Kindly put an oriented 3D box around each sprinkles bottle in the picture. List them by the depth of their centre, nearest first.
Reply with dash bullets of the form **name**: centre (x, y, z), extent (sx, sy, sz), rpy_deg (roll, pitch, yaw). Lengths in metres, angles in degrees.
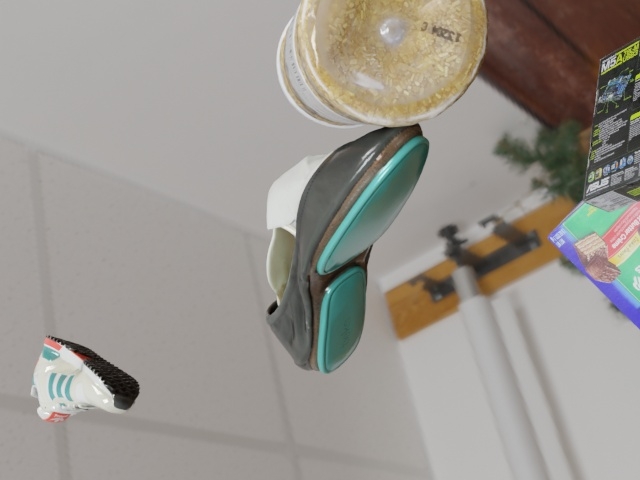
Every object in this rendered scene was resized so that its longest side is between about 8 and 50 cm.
- **sprinkles bottle**: centre (0.031, -0.146, 0.784), extent (0.121, 0.121, 0.355), rpy_deg (55, 180, -8)

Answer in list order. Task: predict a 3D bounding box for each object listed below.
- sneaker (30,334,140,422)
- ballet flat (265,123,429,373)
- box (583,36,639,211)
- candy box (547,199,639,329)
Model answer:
- **sneaker**: centre (-0.233, 0.150, 0.983), extent (0.057, 0.161, 0.075), rpy_deg (26, -93, -42)
- **ballet flat**: centre (0.000, 0.000, 0.786), extent (0.096, 0.280, 0.095), rpy_deg (40, -130, 21)
- **box**: centre (0.359, -0.140, 1.071), extent (0.045, 0.190, 0.184), rpy_deg (20, -110, -18)
- **candy box**: centre (0.607, 0.016, 1.785), extent (0.317, 0.268, 0.122), rpy_deg (45, -130, 6)
